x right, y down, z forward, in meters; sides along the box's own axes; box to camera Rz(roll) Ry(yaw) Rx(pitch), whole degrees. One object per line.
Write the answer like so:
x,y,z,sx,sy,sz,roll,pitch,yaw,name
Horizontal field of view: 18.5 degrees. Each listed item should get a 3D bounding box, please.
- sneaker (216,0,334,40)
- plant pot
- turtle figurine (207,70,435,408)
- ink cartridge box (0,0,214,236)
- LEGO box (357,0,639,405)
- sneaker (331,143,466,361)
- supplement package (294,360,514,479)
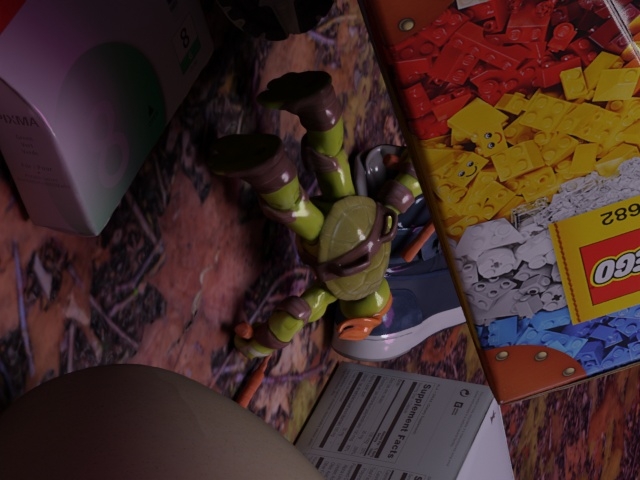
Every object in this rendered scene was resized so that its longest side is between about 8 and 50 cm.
-0.076,-0.256,1.231,0.118,0.107,0.279,-122,-167,-67,sneaker
-0.110,0.184,1.119,0.284,0.284,0.191,64,5,-51,plant pot
0.000,0.000,1.434,0.269,0.087,0.217,-44,129,-19,turtle figurine
-0.144,-0.143,1.152,0.224,0.056,0.181,75,32,-42,ink cartridge box
0.101,-0.219,1.211,0.372,0.193,0.500,69,4,-46,LEGO box
0.086,-0.007,1.648,0.226,0.086,0.163,-29,126,-59,sneaker
0.066,0.269,1.617,0.204,0.145,0.261,-60,147,-40,supplement package
